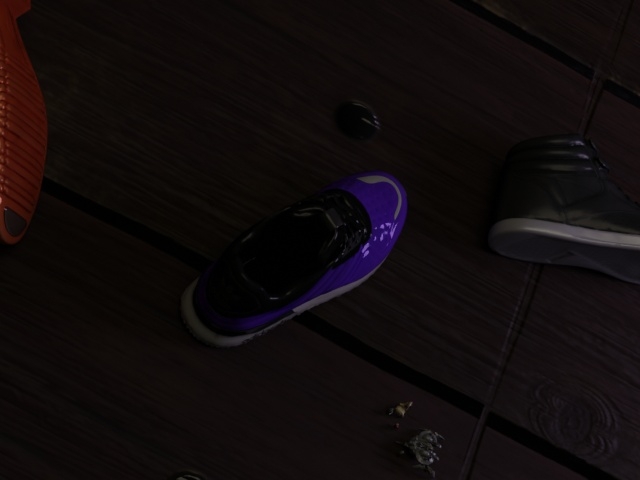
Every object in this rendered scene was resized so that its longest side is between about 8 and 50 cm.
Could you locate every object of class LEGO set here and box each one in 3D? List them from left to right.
[{"bbox_3d":[0.099,0.200,1.771,0.054,0.023,0.083,-36,82,-34],"label":"LEGO set"}]

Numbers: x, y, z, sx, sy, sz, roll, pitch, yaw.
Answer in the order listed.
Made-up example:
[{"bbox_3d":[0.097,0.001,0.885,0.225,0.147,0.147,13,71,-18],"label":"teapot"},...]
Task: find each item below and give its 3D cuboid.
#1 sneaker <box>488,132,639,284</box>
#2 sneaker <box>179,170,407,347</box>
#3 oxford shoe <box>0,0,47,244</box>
[{"bbox_3d":[0.332,-0.040,1.956,0.296,0.104,0.146,11,64,-13],"label":"sneaker"},{"bbox_3d":[0.000,0.001,1.763,0.293,0.146,0.102,-35,81,-34],"label":"sneaker"},{"bbox_3d":[-0.356,-0.162,1.735,0.133,0.130,0.363,-11,71,7],"label":"oxford shoe"}]
